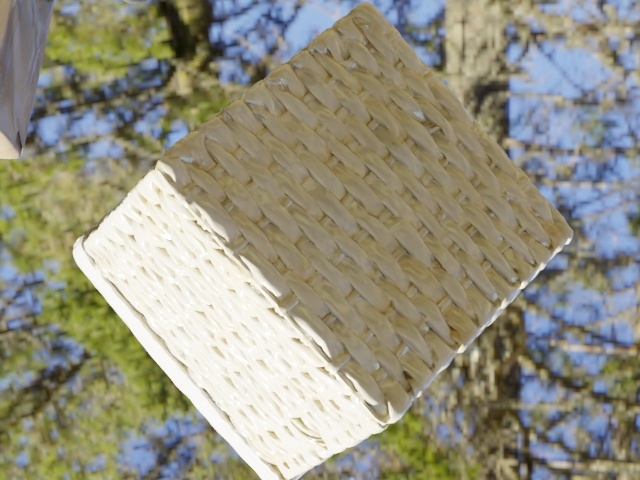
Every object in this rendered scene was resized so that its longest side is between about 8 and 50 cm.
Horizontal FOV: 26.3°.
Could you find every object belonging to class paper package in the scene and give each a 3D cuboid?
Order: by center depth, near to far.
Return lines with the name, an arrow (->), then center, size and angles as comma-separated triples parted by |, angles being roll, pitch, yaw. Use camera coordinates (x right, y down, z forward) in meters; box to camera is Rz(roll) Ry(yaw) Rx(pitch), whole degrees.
paper package -> -0.586, -0.287, 2.004 | 0.324, 0.168, 0.310 | 2, -113, 9

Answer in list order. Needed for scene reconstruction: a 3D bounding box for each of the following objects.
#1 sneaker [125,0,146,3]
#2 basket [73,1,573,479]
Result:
sneaker -> -0.382, -0.515, 1.918 | 0.257, 0.447, 0.169 | 39, -96, 23
basket -> 0.000, 0.000, 1.324 | 0.331, 0.266, 0.328 | 48, -121, 0
